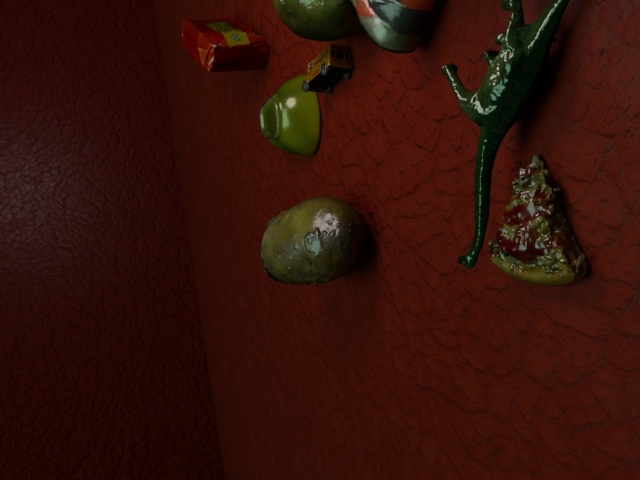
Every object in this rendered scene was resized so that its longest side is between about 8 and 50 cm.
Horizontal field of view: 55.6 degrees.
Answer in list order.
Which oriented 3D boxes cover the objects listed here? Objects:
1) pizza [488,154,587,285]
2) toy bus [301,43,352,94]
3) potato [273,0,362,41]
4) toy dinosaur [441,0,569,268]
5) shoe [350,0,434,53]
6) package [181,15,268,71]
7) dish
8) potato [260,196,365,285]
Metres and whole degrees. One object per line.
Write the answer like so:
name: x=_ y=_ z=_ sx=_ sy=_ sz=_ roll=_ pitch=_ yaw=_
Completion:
pizza: x=0.316 y=-0.030 z=0.920 sx=0.188 sy=0.062 sz=0.198 roll=5 pitch=100 yaw=64
toy bus: x=0.012 y=-0.409 z=1.463 sx=0.162 sy=0.070 sz=0.074 roll=164 pitch=106 yaw=-63
potato: x=0.000 y=-0.510 z=1.317 sx=0.229 sy=0.197 sz=0.148 roll=23 pitch=109 yaw=29
toy dinosaur: x=0.285 y=-0.179 z=0.881 sx=0.447 sy=0.087 sz=0.300 roll=130 pitch=134 yaw=-54
shoe: x=0.121 y=-0.523 z=1.127 sx=0.171 sy=0.133 sz=0.336 roll=-52 pitch=52 yaw=52
package: x=-0.317 y=-0.640 z=1.970 sx=0.423 sy=0.196 sz=0.123 roll=-133 pitch=37 yaw=-51
dish: x=-0.100 y=-0.340 z=1.692 sx=0.262 sy=0.109 sz=0.220 roll=-176 pitch=80 yaw=-65
potato: x=0.000 y=0.000 z=1.475 sx=0.266 sy=0.229 sz=0.229 roll=-34 pitch=67 yaw=59
